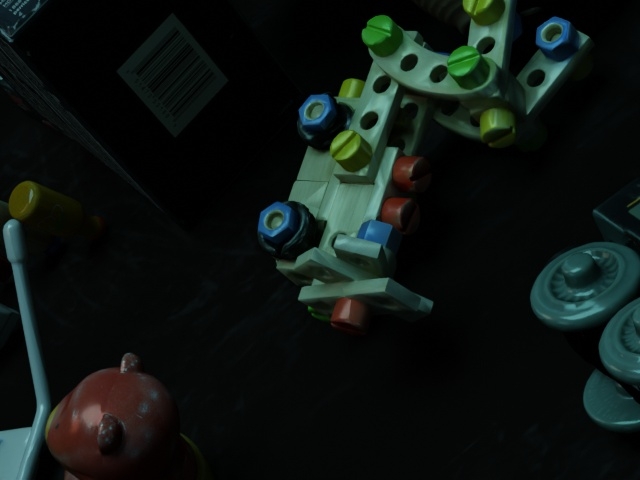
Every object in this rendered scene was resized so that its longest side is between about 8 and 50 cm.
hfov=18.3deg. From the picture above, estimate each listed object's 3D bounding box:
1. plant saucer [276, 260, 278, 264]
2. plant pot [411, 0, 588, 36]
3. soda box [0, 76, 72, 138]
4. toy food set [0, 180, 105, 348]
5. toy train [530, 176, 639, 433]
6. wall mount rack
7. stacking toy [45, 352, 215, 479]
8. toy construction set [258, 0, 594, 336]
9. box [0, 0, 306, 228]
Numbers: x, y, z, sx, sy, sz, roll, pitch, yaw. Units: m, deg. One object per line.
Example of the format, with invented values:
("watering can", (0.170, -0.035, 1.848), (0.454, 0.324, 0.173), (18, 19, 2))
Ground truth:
("plant saucer", (0.000, 0.000, 1.680), (0.083, 0.015, 0.083), (-27, 37, 22))
("plant pot", (0.159, -0.239, 1.655), (0.237, 0.237, 0.110), (-22, 80, 29))
("soda box", (-0.283, -0.155, 2.116), (0.053, 0.060, 0.169), (-47, 32, -10))
("toy food set", (-0.313, 0.048, 1.914), (0.111, 0.104, 0.232), (32, 95, 43))
("toy train", (0.269, 0.059, 1.228), (0.190, 0.142, 0.334), (-37, 32, -8))
("wall mount rack", (-0.345, 0.155, 1.728), (0.350, 0.130, 0.304), (-10, 52, 31))
("stacking toy", (-0.224, 0.228, 1.451), (0.279, 0.130, 0.309), (-5, 43, 3))
("toy construction set", (0.066, -0.049, 1.559), (0.215, 0.151, 0.328), (4, 51, 36))
("box", (-0.216, -0.210, 1.840), (0.183, 0.296, 0.294), (-48, 46, -8))
